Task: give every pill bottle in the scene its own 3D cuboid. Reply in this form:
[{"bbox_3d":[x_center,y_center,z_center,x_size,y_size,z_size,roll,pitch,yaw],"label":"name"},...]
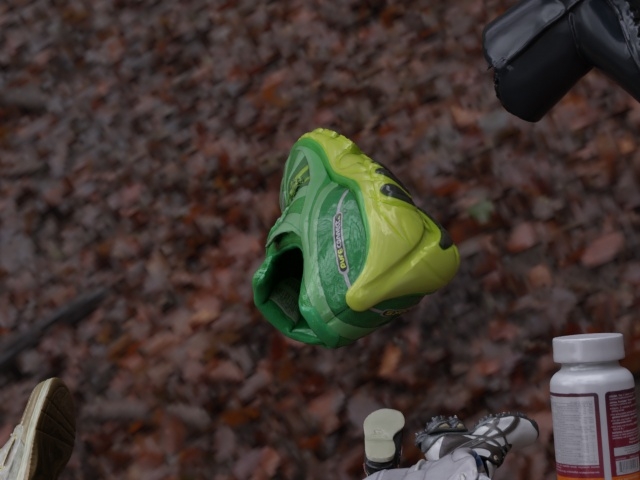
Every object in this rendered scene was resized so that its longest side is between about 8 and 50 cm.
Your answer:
[{"bbox_3d":[0.391,0.247,2.036,0.121,0.221,0.121,-4,-1,0],"label":"pill bottle"}]

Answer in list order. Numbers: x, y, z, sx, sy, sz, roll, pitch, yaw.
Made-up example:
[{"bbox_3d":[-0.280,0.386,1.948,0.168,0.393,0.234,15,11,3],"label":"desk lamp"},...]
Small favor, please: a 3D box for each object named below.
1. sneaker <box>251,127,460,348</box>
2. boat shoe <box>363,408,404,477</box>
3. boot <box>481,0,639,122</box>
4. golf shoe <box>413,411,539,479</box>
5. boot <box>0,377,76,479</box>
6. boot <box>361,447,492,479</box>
[{"bbox_3d":[0.000,0.000,0.966,0.123,0.109,0.295,-41,11,-1],"label":"sneaker"},{"bbox_3d":[0.075,0.245,1.713,0.049,0.042,0.133,2,23,7],"label":"boat shoe"},{"bbox_3d":[0.290,-0.184,1.532,0.094,0.246,0.207,-10,-24,-39],"label":"boot"},{"bbox_3d":[0.219,0.284,1.897,0.198,0.077,0.094,-1,48,-32],"label":"golf shoe"},{"bbox_3d":[-0.372,0.258,1.622,0.165,0.077,0.213,-10,51,24],"label":"boot"},{"bbox_3d":[0.096,0.236,1.222,0.123,0.095,0.258,-24,7,6],"label":"boot"}]
